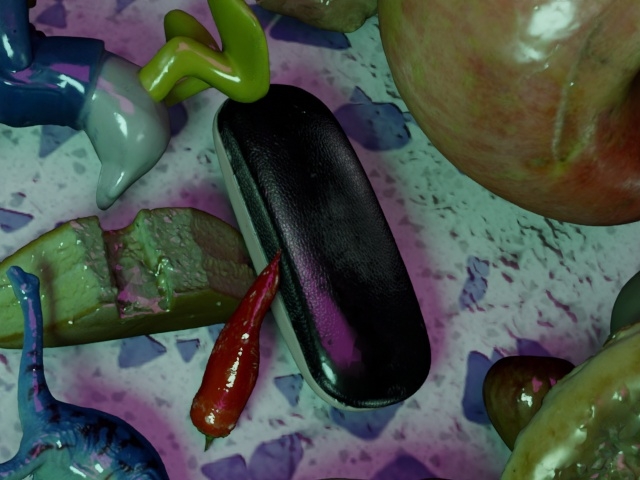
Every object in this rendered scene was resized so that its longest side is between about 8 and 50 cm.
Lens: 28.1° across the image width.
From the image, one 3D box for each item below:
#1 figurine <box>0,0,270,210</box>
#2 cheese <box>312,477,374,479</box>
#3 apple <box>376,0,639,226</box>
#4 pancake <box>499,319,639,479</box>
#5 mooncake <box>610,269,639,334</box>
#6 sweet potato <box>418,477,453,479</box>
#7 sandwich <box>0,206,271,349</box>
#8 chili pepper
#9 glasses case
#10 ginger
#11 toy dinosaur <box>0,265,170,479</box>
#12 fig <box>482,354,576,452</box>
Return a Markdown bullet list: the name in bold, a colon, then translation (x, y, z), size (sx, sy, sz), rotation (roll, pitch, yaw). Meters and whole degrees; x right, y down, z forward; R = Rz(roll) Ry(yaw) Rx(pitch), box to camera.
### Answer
- **figurine**: translation (-0.257, -0.144, 1.049), size (0.338, 0.204, 0.283), rotation (-36, 92, -19)
- **cheese**: translation (-0.075, 0.267, 0.879), size (0.351, 0.130, 0.328), rotation (7, 28, 11)
- **apple**: translation (0.222, -0.209, 1.128), size (0.364, 0.364, 0.364), rotation (6, 64, -13)
- **pancake**: translation (0.315, 0.241, 0.991), size (0.387, 0.082, 0.387), rotation (0, 103, -1)
- **mooncake**: translation (0.372, 0.107, 1.075), size (0.275, 0.275, 0.135), rotation (22, 29, -5)
- **sweet potato**: translation (0.155, 0.249, 1.053), size (0.233, 0.062, 0.081), rotation (20, 77, -10)
- **sandwich**: translation (-0.152, 0.028, 1.052), size (0.244, 0.088, 0.090), rotation (-9, 68, -19)
- **chili pepper**: translation (-0.066, 0.088, 1.043), size (0.045, 0.027, 0.178), rotation (23, 88, 36)
- **glasses case**: translation (0.000, 0.000, 1.111), size (0.122, 0.075, 0.314), rotation (-9, 67, -35)
- **ginger**: translation (0.027, -0.254, 1.250), size (0.190, 0.069, 0.095), rotation (-24, 49, -23)
- **toy dinosaur**: translation (-0.179, 0.185, 0.971), size (0.144, 0.076, 0.329), rotation (-41, 94, -27)
- **fig**: translation (0.183, 0.161, 1.098), size (0.089, 0.089, 0.125), rotation (0, 88, -16)
